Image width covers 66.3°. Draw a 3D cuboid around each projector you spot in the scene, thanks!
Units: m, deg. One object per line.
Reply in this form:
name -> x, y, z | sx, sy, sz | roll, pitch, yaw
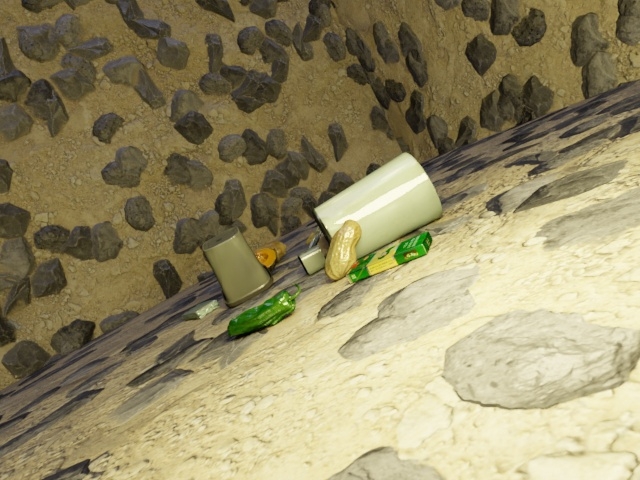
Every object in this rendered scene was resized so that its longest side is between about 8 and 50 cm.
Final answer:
projector -> -0.029, 0.073, 1.807 | 0.082, 0.083, 0.083 | -28, 6, -9

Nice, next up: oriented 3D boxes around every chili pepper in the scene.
chili pepper -> -0.163, 0.207, 1.375 | 0.257, 0.074, 0.100 | -25, 8, 20

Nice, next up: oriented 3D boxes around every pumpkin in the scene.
pumpkin -> -0.285, 0.156, 2.183 | 0.278, 0.111, 0.163 | -40, 31, -29

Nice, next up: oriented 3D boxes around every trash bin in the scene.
trash bin -> -0.348, 0.097, 1.986 | 0.220, 0.250, 0.219 | -29, 18, -9

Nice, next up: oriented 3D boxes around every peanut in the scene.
peanut -> 0.069, 0.030, 1.482 | 0.083, 0.194, 0.093 | 19, 4, -34

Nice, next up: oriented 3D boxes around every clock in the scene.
clock -> 0.000, 0.000, 1.984 | 0.229, 0.063, 0.155 | -46, 24, 58

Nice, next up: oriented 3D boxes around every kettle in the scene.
kettle -> 0.186, -0.084, 1.689 | 0.377, 0.250, 0.361 | -30, -13, -1

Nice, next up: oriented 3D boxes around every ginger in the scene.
ginger -> -0.306, 0.102, 2.458 | 0.190, 0.126, 0.354 | -16, 10, 33

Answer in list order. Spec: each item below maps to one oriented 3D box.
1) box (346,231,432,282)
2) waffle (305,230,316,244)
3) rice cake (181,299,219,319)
box -> 0.194, 0.047, 1.372 | 0.235, 0.034, 0.132 | -24, 7, 25
waffle -> -0.010, -0.043, 2.317 | 0.153, 0.023, 0.097 | -42, 9, 43
rice cake -> -0.531, 0.307, 2.151 | 0.124, 0.038, 0.211 | -33, 9, -40
